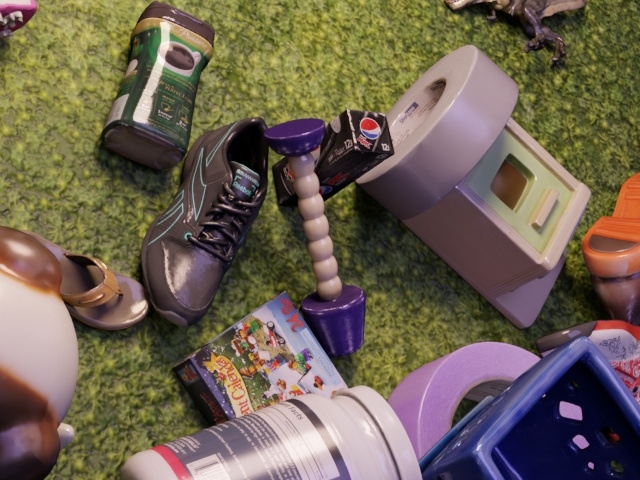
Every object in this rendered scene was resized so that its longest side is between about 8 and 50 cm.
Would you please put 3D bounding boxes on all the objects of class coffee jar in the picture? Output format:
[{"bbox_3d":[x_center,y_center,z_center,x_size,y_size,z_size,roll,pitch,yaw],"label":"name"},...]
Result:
[{"bbox_3d":[-0.182,-0.180,1.924,0.096,0.079,0.184,25,59,-21],"label":"coffee jar"}]

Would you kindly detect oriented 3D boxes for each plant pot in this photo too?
[{"bbox_3d":[0.227,0.279,1.816,0.236,0.212,0.236,-38,94,-39],"label":"plant pot"}]

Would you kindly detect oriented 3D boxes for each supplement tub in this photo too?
[{"bbox_3d":[-0.051,0.269,1.719,0.272,0.191,0.191,-17,81,-22],"label":"supplement tub"}]

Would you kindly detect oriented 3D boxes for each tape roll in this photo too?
[{"bbox_3d":[0.138,-0.131,2.036,0.072,0.219,0.219,40,53,-14],"label":"tape roll"},{"bbox_3d":[0.202,0.263,1.998,0.274,0.090,0.275,13,64,-29],"label":"tape roll"}]

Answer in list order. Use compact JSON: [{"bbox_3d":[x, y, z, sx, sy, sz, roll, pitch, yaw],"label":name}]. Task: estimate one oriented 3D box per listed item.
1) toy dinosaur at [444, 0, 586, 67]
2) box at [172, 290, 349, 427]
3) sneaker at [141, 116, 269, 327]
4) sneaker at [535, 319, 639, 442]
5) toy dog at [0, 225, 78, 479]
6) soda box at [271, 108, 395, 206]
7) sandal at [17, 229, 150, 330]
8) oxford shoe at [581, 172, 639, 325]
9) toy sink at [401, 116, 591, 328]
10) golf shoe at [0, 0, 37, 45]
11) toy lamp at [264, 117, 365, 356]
[{"bbox_3d":[0.295,-0.306,2.324,0.268,0.064,0.118,1,64,-38],"label":"toy dinosaur"},{"bbox_3d":[-0.039,0.195,1.888,0.159,0.044,0.233,-35,92,-39],"label":"box"},{"bbox_3d":[-0.123,-0.030,1.880,0.101,0.106,0.267,30,54,-25],"label":"sneaker"},{"bbox_3d":[0.367,0.181,2.111,0.270,0.090,0.145,8,67,-55],"label":"sneaker"},{"bbox_3d":[-0.361,0.148,1.451,0.395,0.408,0.285,22,60,-26],"label":"toy dog"},{"bbox_3d":[0.012,-0.094,1.964,0.060,0.169,0.053,3,67,-34],"label":"soda box"},{"bbox_3d":[-0.255,0.041,1.797,0.180,0.049,0.072,32,56,-28],"label":"sandal"},{"bbox_3d":[0.466,-0.006,2.299,0.363,0.130,0.133,-36,121,-42],"label":"oxford shoe"},{"bbox_3d":[0.242,-0.027,2.120,0.234,0.131,0.153,43,53,-13],"label":"toy sink"},{"bbox_3d":[-0.442,-0.259,1.759,0.306,0.115,0.140,-11,74,-38],"label":"golf shoe"},{"bbox_3d":[0.000,0.000,1.920,0.080,0.080,0.275,-27,116,-39],"label":"toy lamp"}]
